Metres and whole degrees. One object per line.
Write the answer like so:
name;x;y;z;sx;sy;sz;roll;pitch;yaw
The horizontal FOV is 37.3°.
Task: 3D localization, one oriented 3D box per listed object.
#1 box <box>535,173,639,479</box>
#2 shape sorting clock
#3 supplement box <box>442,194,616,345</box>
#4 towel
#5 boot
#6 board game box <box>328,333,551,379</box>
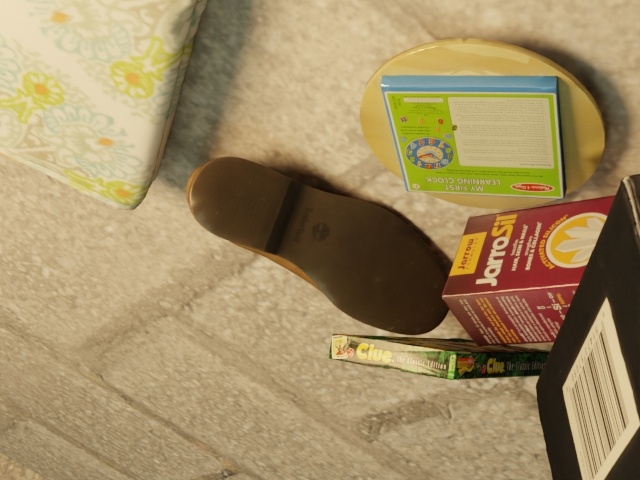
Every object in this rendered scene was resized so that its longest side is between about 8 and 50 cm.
box;0.390;0.119;0.677;0.395;0.212;0.294;-2;143;-2
shape sorting clock;0.134;-0.094;0.801;0.206;0.040;0.206;13;144;9
supplement box;0.219;0.029;0.859;0.188;0.104;0.081;-8;134;37
towel;-0.275;-0.199;0.867;0.320;0.090;0.374;23;146;-5
boot;0.000;0.000;0.987;0.305;0.112;0.115;29;176;-16
board game box;0.136;0.117;0.958;0.136;0.030;0.259;1;175;35
